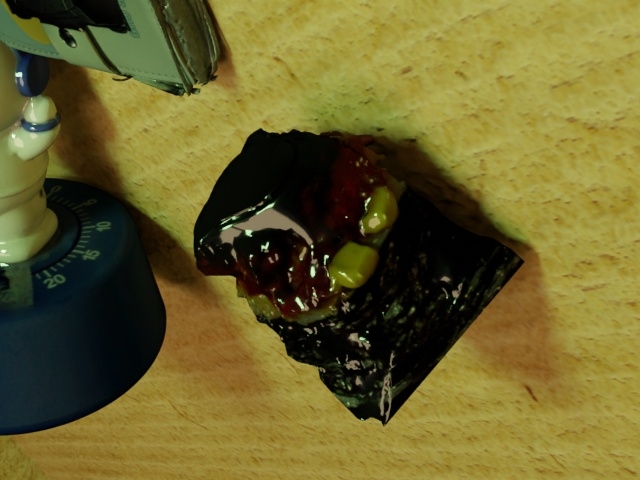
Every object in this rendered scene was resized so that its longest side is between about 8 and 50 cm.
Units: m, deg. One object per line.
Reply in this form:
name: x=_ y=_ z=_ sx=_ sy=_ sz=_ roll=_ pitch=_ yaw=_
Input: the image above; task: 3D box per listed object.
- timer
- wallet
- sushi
timer: x=-0.293 y=-0.046 z=1.192 sx=0.270 sy=0.270 sz=0.383 roll=25 pitch=133 yaw=35
wallet: x=-0.184 y=-0.190 z=0.968 sx=0.231 sy=0.069 sz=0.170 roll=23 pitch=143 yaw=35
sushi: x=0.000 y=0.000 z=0.891 sx=0.150 sy=0.153 sz=0.172 roll=38 pitch=-177 yaw=-38
